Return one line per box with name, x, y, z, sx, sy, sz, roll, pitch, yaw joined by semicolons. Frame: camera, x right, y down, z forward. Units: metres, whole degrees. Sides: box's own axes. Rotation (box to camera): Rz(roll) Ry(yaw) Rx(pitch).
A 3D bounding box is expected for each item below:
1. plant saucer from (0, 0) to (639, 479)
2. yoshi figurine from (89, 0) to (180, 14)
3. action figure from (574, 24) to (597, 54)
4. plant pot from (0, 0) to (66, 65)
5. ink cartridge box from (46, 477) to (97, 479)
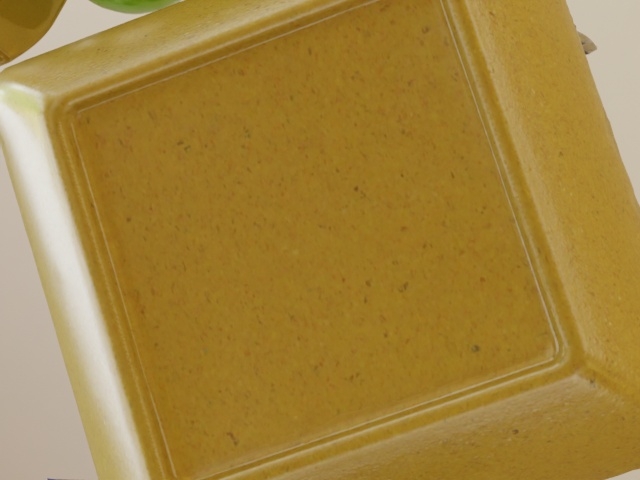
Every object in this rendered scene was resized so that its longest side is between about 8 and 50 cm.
plant saucer;0.000;0.000;1.052;0.333;0.081;0.333;-20;-101;8
yoshi figurine;-0.175;-0.243;1.219;0.203;0.362;0.203;-38;-126;35
action figure;0.126;-0.133;1.483;0.164;0.141;0.276;-25;-41;9
plant pot;-0.230;-0.160;1.341;0.081;0.083;0.081;-17;-46;36
ink cartridge box;-0.197;0.292;1.667;0.097;0.046;0.207;4;-54;-14
